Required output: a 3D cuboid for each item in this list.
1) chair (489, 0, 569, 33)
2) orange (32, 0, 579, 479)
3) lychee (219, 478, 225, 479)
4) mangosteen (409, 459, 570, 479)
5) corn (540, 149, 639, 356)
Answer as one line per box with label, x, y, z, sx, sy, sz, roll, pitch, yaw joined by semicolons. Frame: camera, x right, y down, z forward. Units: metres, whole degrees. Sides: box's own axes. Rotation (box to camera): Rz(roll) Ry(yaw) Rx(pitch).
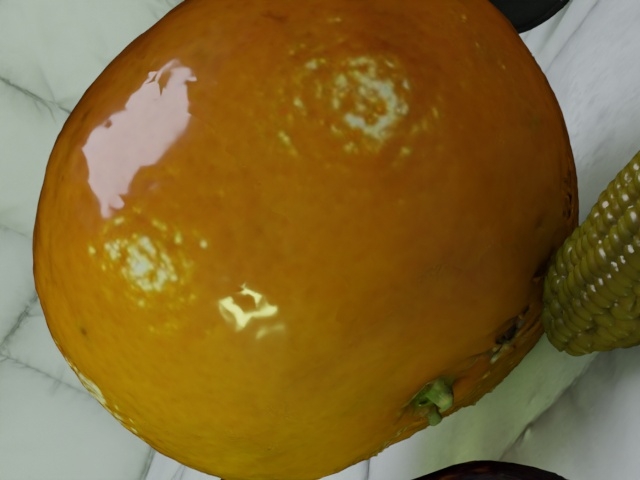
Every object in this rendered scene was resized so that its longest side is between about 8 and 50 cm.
chair;0.192;-0.383;1.306;0.226;0.227;0.401;-61;8;11
orange;0.000;0.000;0.753;0.424;0.326;0.424;-32;-22;-15
lychee;-0.045;0.284;0.799;0.238;0.200;0.200;121;173;-61
mangosteen;0.088;0.192;0.395;0.217;0.192;0.192;10;70;48
corn;0.205;-0.014;0.541;0.261;0.097;0.097;122;171;-51
